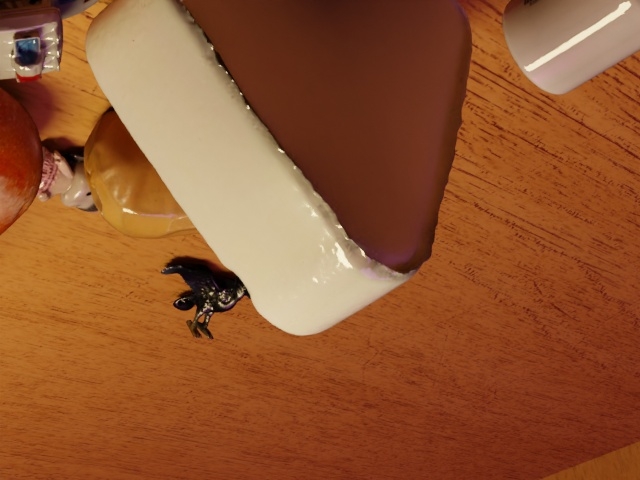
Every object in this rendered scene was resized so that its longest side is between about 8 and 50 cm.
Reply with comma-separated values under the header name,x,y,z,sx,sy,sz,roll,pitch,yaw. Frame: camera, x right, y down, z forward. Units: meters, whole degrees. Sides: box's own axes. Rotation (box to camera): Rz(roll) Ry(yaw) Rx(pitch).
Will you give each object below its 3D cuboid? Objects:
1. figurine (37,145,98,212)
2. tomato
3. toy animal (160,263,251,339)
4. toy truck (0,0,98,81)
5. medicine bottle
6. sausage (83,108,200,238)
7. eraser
name,x,y,z,sx,sy,sz,roll,pitch,yaw
figurine,-0.247,-0.066,1.880,0.129,0.054,0.072,14,131,-38
tomato,-0.364,-0.049,1.734,0.236,0.095,0.237,-10,146,-7
toy animal,-0.122,0.065,2.286,0.108,0.062,0.220,-46,146,23
toy truck,-0.252,-0.191,1.386,0.213,0.177,0.161,-10,157,-10
medicine bottle,0.263,-0.216,1.751,0.186,0.103,0.102,-31,153,36
sausage,-0.107,-0.070,1.850,0.241,0.136,0.120,-9,152,-24
eraser,-0.012,-0.081,1.632,0.331,0.331,0.150,4,153,-38
